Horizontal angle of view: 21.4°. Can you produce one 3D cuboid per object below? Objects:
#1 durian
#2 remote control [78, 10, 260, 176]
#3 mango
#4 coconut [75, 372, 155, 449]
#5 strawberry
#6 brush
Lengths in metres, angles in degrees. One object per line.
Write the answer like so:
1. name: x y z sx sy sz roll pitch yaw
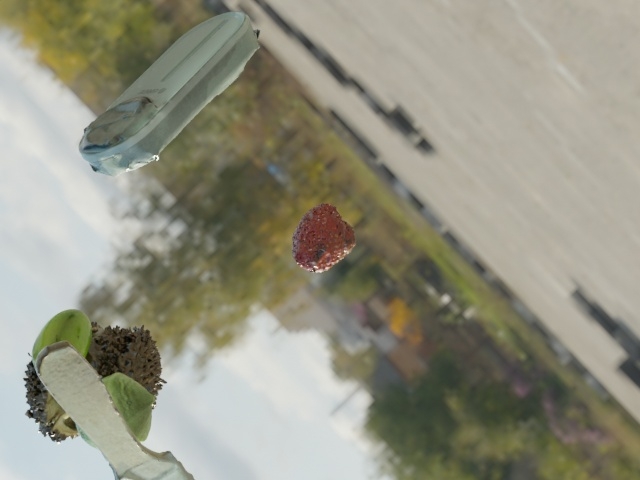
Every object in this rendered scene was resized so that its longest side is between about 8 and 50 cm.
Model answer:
1. durian: -0.296 0.180 2.239 0.196 0.196 0.167 48 142 46
2. remote control: -0.155 -0.154 1.764 0.104 0.247 0.052 2 132 48
3. mango: -0.318 0.129 2.105 0.108 0.056 0.073 -61 -38 -47
4. coconut: -0.228 0.194 1.907 0.088 0.096 0.088 -20 -90 -80
5. strawberry: 0.000 0.000 2.215 0.083 0.083 0.096 46 -135 -6
6. brush: -0.192 0.197 1.627 0.020 0.085 0.336 49 169 42
